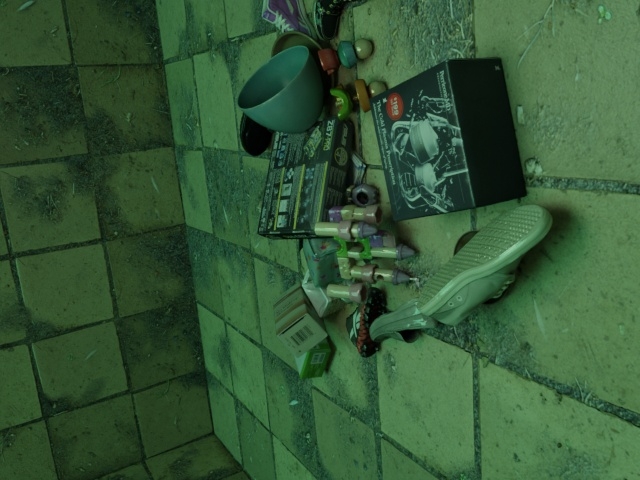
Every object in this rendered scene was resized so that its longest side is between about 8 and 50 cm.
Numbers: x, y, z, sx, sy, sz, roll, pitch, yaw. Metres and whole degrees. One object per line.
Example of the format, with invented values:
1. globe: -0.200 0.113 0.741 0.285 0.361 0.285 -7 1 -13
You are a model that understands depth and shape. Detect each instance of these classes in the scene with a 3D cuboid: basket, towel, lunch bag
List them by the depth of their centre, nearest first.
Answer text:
1. towel: 0.066 -0.210 2.049 0.209 0.034 0.285 54 143 37
2. lunch bag: 0.000 0.000 2.101 0.223 0.160 0.262 91 161 -57
3. basket: 0.019 0.188 2.214 0.167 0.103 0.113 59 146 31

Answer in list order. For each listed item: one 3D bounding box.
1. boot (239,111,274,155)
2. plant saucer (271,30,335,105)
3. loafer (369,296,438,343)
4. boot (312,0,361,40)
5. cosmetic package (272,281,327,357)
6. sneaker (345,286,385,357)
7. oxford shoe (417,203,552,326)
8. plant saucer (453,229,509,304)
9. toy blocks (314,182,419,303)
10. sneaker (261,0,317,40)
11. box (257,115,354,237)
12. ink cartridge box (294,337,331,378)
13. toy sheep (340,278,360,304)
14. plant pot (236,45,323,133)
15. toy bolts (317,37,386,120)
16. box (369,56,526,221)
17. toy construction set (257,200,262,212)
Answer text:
1. boot: -0.211 -0.462 2.332 0.260 0.131 0.348 44 136 44
2. plant saucer: -0.055 -0.587 2.011 0.278 0.041 0.278 28 140 27
3. loafer: 0.254 0.271 1.828 0.319 0.112 0.111 -46 53 55
4. boot: 0.057 -0.735 1.810 0.178 0.085 0.236 33 128 48
5. cosmetic package: -0.084 0.297 2.243 0.129 0.153 0.296 50 -175 -19
6. sneaker: 0.149 0.267 2.022 0.135 0.098 0.276 39 134 45
7. oxford shoe: 0.406 0.071 1.415 0.130 0.169 0.449 33 135 -5
8. plant saucer: 0.428 0.067 1.525 0.198 0.036 0.198 29 124 53
9. toy blocks: 0.174 0.006 1.813 0.260 0.309 0.288 3 119 27
10. sneaker: -0.119 -0.743 2.038 0.102 0.161 0.282 -40 67 56
11. box: -0.057 -0.204 1.981 0.318 0.097 0.395 -3 74 46
12. ink cartridge box: -0.052 0.416 2.440 0.255 0.097 0.188 -110 26 -43
13. toy sheep: 0.110 0.175 2.072 0.091 0.091 0.132 51 138 38
14. plant pot: -0.103 -0.469 1.934 0.195 0.290 0.290 46 169 -35
15. toy bolts: 0.108 -0.506 1.812 0.218 0.158 0.228 -53 -55 -75
16. box: 0.308 -0.242 1.469 0.312 0.179 0.343 -10 93 59
17. toy construction set: -0.123 -0.206 2.269 0.328 0.151 0.215 -37 63 46
